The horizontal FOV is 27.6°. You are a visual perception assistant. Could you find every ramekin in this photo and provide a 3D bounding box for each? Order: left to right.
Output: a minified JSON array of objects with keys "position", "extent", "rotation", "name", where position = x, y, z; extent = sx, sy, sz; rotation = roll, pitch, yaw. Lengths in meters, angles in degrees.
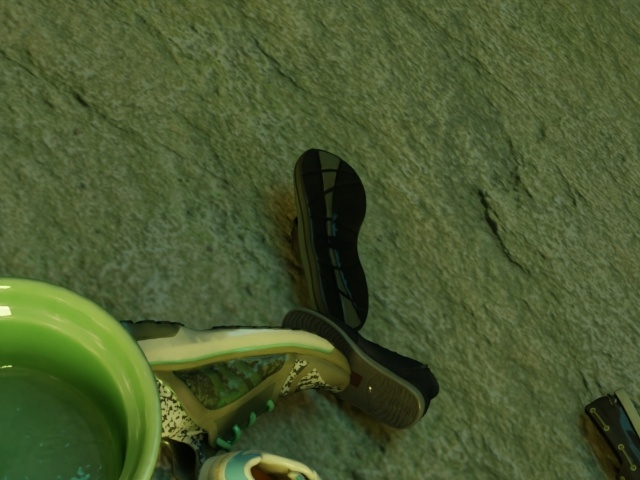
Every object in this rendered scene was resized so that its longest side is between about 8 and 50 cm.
[{"position":[-0.307,0.200,1.244],"extent":[0.303,0.148,0.303],"rotation":[5,57,-7],"name":"ramekin"}]

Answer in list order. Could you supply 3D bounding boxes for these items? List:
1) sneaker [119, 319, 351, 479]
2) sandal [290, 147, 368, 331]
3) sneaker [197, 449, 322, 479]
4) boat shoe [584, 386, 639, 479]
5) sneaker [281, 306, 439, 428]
[{"position":[-0.136,0.192,1.517],"extent":[0.410,0.158,0.182],"rotation":[5,79,-38],"name":"sneaker"},{"position":[-0.001,0.001,1.836],"extent":[0.120,0.086,0.303],"rotation":[19,56,-32],"name":"sandal"},{"position":[-0.025,0.298,1.463],"extent":[0.228,0.092,0.087],"rotation":[26,59,-33],"name":"sneaker"},{"position":[0.456,0.327,1.879],"extent":[0.081,0.068,0.228],"rotation":[55,12,-61],"name":"boat shoe"},{"position":[0.052,0.162,1.725],"extent":[0.222,0.083,0.118],"rotation":[38,18,11],"name":"sneaker"}]
